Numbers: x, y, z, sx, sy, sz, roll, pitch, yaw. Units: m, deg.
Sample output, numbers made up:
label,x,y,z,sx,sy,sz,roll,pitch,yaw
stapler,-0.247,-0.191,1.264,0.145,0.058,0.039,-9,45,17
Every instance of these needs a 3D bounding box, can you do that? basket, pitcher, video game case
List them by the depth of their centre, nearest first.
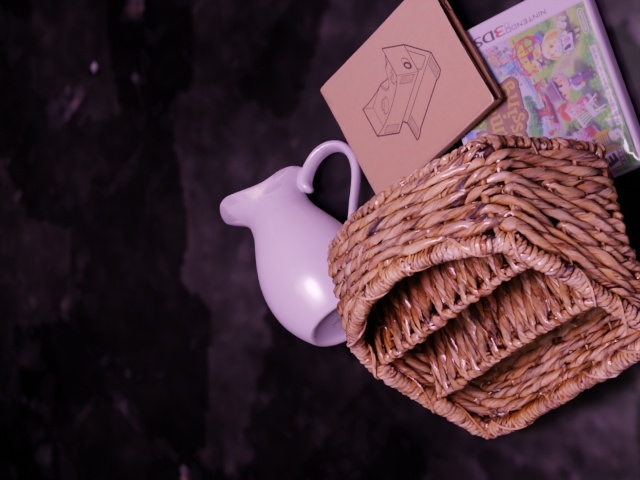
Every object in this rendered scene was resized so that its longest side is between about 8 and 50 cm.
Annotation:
label,x,y,z,sx,sy,sz,roll,pitch,yaw
basket,0.152,0.056,1.554,0.299,0.213,0.223,-38,59,49
video game case,0.229,-0.145,1.664,0.193,0.023,0.212,-25,78,34
pitcher,0.000,0.000,1.788,0.178,0.125,0.207,-39,58,14

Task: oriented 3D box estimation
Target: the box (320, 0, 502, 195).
label,x,y,z,sx,sy,sz,roll,pitch,yaw
box,0.096,-0.163,1.742,0.201,0.021,0.164,-43,65,39
